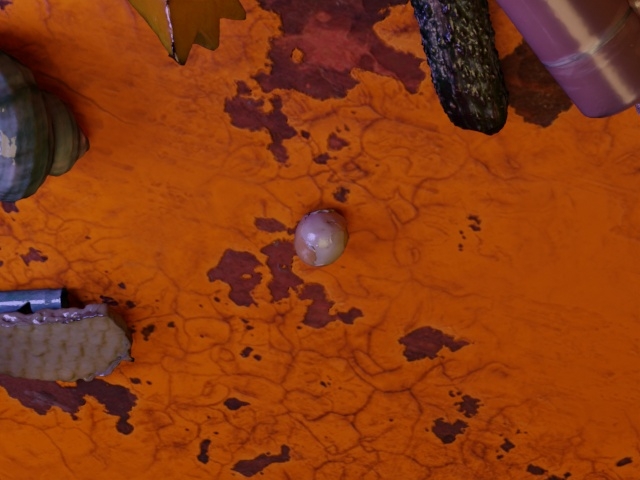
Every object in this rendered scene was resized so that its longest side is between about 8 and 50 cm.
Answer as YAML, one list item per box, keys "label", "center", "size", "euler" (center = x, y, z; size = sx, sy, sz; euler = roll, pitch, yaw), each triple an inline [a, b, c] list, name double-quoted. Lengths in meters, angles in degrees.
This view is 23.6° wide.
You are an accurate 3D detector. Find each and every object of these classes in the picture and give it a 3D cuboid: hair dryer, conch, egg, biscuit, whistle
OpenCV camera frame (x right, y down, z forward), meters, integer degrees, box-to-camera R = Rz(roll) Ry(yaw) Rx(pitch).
- label: "hair dryer"
  center: [0.376, -0.315, 1.685]
  size: [0.352, 0.125, 0.210]
  euler: [-35, 110, 16]
- label: "conch"
  center: [-0.409, -0.141, 1.882]
  size: [0.277, 0.195, 0.220]
  euler: [7, 156, -30]
- label: "egg"
  center: [0.000, 0.000, 2.009]
  size: [0.071, 0.071, 0.083]
  euler: [15, 133, -6]
- label: "biscuit"
  center: [-0.386, 0.151, 2.177]
  size: [0.273, 0.036, 0.187]
  euler: [-6, 145, 14]
- label: "whistle"
  center: [-0.448, 0.089, 2.155]
  size: [0.186, 0.039, 0.039]
  euler: [-3, 129, 9]

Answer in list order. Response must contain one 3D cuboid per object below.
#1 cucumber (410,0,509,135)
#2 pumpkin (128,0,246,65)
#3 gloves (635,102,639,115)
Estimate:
- label: "cucumber"
  center: [0.153, -0.255, 1.765]
  size: [0.096, 0.096, 0.359]
  euler: [-7, 130, 12]
- label: "pumpkin"
  center: [-0.168, -0.345, 1.737]
  size: [0.149, 0.130, 0.254]
  euler: [20, 127, 45]
- label: "gloves"
  center: [0.435, -0.164, 1.788]
  size: [0.144, 0.094, 0.110]
  euler: [0, 156, -8]
